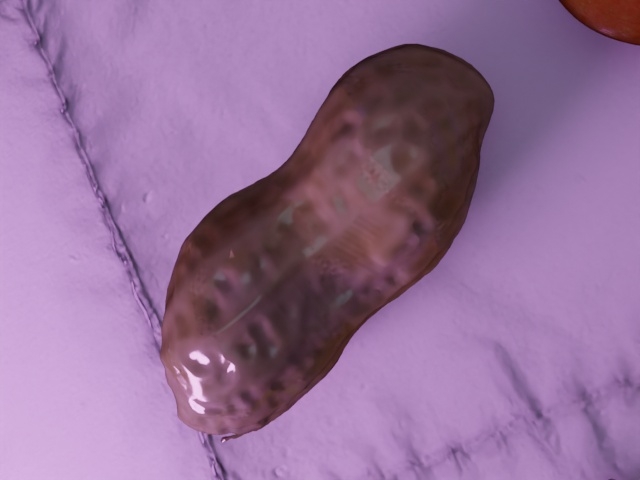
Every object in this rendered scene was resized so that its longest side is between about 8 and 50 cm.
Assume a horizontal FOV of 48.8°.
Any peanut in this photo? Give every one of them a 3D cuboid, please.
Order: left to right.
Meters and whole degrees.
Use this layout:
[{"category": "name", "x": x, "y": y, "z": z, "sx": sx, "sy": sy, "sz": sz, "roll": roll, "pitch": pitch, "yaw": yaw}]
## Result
[{"category": "peanut", "x": 0.000, "y": 0.000, "z": 0.497, "sx": 0.149, "sy": 0.149, "sz": 0.313, "roll": 46, "pitch": 102, "yaw": 12}]

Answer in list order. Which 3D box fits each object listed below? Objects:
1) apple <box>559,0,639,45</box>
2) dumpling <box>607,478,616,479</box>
[{"category": "apple", "x": 0.212, "y": -0.208, "z": 0.414, "sx": 0.181, "sy": 0.168, "sz": 0.181, "roll": -2, "pitch": 84, "yaw": 19}, {"category": "dumpling", "x": 0.238, "y": 0.239, "z": 0.426, "sx": 0.118, "sy": 0.136, "sz": 0.199, "roll": -45, "pitch": 68, "yaw": 20}]
